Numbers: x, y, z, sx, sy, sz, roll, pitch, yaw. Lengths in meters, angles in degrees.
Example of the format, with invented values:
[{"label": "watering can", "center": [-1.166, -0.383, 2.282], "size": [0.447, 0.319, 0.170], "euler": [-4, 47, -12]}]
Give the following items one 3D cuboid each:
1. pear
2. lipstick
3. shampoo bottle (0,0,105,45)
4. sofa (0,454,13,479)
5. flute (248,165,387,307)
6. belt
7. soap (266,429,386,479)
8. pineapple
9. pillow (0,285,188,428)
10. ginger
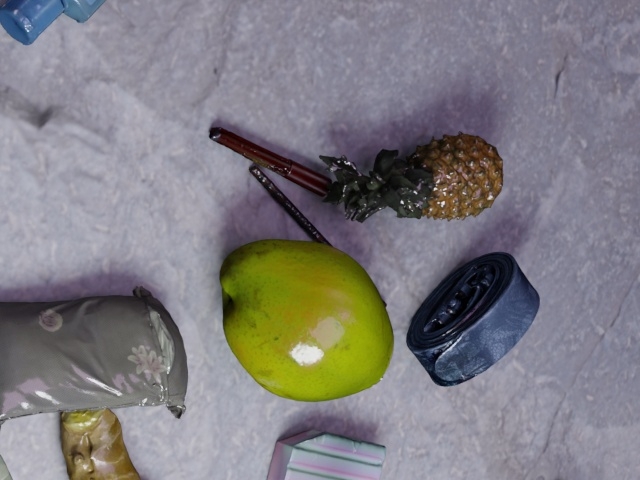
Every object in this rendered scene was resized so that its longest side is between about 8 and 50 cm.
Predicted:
[{"label": "pear", "center": [-0.027, 0.092, 1.917], "size": [0.219, 0.187, 0.187], "euler": [31, 75, -29]}, {"label": "lipstick", "center": [-0.061, -0.097, 1.980], "size": [0.176, 0.027, 0.027], "euler": [25, 78, -31]}, {"label": "shampoo bottle", "center": [-0.257, -0.319, 1.815], "size": [0.258, 0.061, 0.104], "euler": [-49, 117, -23]}, {"label": "sofa", "center": [-0.432, 0.290, 1.630], "size": [0.225, 0.210, 0.176], "euler": [-23, 105, -37]}, {"label": "flute", "center": [0.000, 0.000, 2.030], "size": [0.269, 0.014, 0.014], "euler": [47, 67, -27]}, {"label": "belt", "center": [0.191, 0.100, 2.087], "size": [0.190, 0.141, 0.082], "euler": [-47, 114, -21]}, {"label": "soap", "center": [0.003, 0.287, 2.015], "size": [0.149, 0.056, 0.100], "euler": [17, 80, -34]}, {"label": "pineapple", "center": [0.114, -0.071, 2.035], "size": [0.251, 0.125, 0.125], "euler": [-8, 96, -38]}, {"label": "pillow", "center": [-0.263, 0.126, 1.792], "size": [0.255, 0.059, 0.169], "euler": [-4, 67, -31]}, {"label": "ginger", "center": [-0.239, 0.279, 1.832], "size": [0.115, 0.081, 0.205], "euler": [-48, 116, -37]}]
